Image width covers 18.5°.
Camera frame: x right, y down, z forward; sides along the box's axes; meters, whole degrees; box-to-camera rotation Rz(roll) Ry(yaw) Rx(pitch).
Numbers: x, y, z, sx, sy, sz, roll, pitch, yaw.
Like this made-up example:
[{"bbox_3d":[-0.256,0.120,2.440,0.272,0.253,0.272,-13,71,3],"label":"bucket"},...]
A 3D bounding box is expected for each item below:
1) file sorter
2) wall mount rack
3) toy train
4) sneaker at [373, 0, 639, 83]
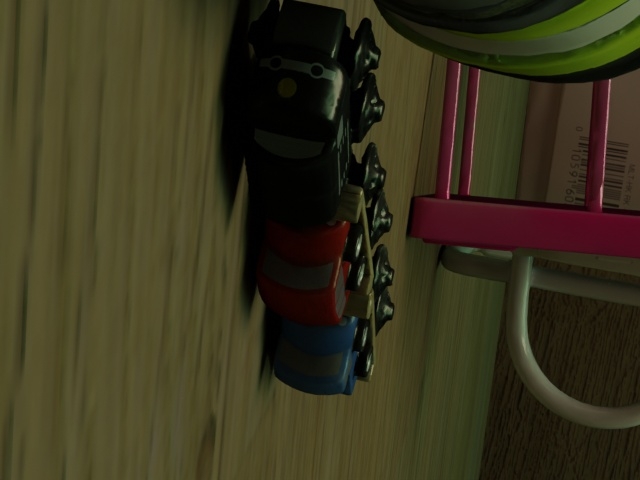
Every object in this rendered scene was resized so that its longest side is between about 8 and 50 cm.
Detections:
[{"bbox_3d":[0.202,-0.079,0.928,0.202,0.290,0.182,-17,113,-82],"label":"file sorter"},{"bbox_3d":[0.231,-0.067,1.091,0.130,0.304,0.350,-26,125,-71],"label":"wall mount rack"},{"bbox_3d":[0.000,0.000,0.433,0.158,0.027,0.036,82,21,-65],"label":"toy train"},{"bbox_3d":[0.049,-0.172,0.321,0.121,0.111,0.300,-30,125,-74],"label":"sneaker"}]
